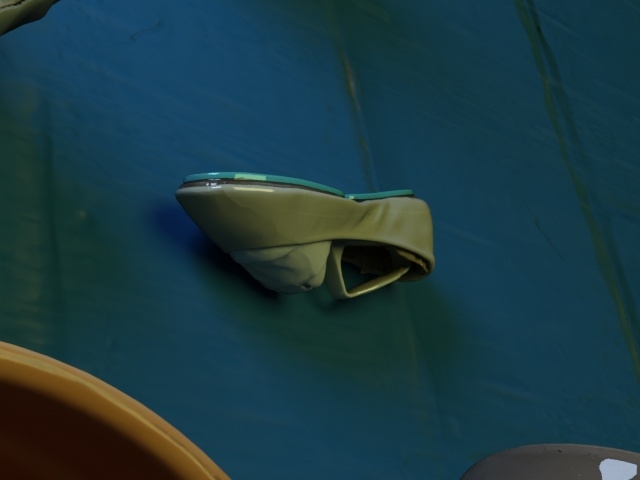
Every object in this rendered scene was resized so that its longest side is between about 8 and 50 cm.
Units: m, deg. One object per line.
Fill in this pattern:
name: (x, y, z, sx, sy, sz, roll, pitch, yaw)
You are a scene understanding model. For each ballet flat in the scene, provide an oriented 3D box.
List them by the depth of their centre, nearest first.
ballet flat: (0.000, 0.000, 0.926, 0.248, 0.086, 0.086, 2, 61, -51)

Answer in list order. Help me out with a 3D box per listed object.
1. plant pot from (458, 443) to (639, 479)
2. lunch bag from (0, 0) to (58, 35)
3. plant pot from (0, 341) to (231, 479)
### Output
plant pot: (0.156, 0.281, 0.772, 0.263, 0.263, 0.229, 43, 55, -19)
lunch bag: (-0.265, -0.194, 0.667, 0.287, 0.169, 0.235, 50, 31, -4)
plant pot: (-0.160, 0.181, 0.410, 0.290, 0.203, 0.291, 8, 75, -31)
